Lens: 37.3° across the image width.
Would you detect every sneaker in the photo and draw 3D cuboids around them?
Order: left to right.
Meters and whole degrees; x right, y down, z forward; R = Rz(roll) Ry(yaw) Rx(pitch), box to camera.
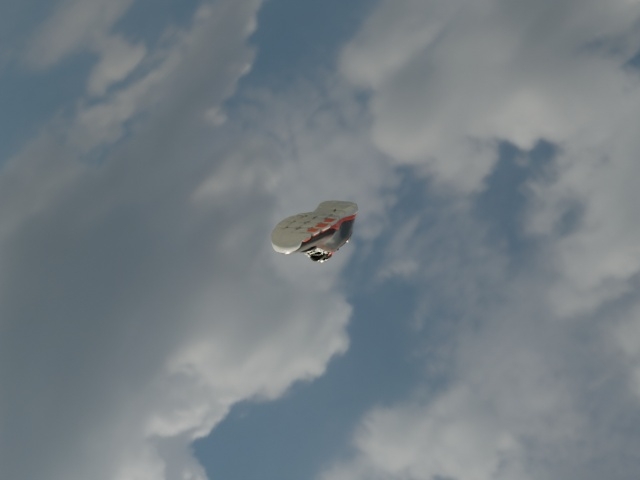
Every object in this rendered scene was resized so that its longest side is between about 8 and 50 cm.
[{"bbox_3d":[0.000,0.000,1.103,0.061,0.064,0.158,10,-159,31],"label":"sneaker"}]
